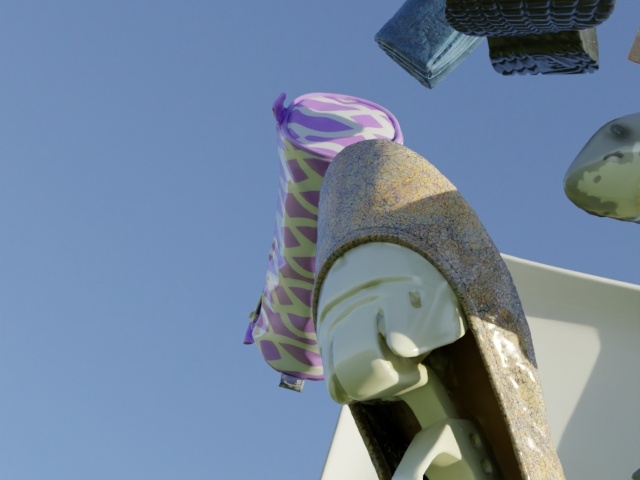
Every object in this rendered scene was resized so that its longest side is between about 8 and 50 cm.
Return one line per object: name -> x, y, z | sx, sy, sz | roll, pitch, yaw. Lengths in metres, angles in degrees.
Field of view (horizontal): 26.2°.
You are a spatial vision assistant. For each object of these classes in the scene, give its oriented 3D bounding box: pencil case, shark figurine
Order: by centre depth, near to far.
shark figurine -> 0.190, 0.008, 0.671 | 0.116, 0.166, 0.278 | 32, -22, 46
pencil case -> 0.000, 0.000, 0.940 | 0.088, 0.086, 0.206 | 18, -55, 11

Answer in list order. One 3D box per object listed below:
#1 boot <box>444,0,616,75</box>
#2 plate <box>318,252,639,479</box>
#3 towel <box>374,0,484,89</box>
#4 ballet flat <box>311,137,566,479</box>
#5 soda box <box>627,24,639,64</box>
boot -> 0.112, -0.186, 0.730 | 0.083, 0.161, 0.246 | 0, -4, 10
plate -> 0.152, 0.154, 1.074 | 0.277, 0.278, 0.045 | 13, -11, 12
towel -> 0.097, -0.169, 0.983 | 0.067, 0.119, 0.029 | 42, -2, 32
ballet flat -> 0.060, 0.089, 0.691 | 0.107, 0.106, 0.316 | -32, -105, 31
soda box -> 0.329, -0.134, 1.030 | 0.183, 0.058, 0.063 | 24, -67, 13
